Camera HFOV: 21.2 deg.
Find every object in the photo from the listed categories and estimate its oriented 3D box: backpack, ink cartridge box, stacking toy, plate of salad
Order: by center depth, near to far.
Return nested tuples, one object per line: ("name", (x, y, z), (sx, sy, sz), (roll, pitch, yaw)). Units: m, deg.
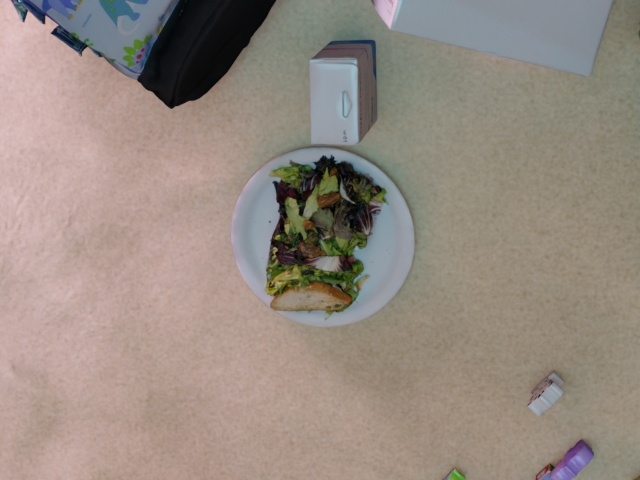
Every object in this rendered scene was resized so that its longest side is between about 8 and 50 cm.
("backpack", (-0.214, -0.334, 1.682), (0.355, 0.273, 0.290), (44, 115, 9))
("ink cartridge box", (0.024, -0.151, 1.736), (0.052, 0.122, 0.088), (1, 105, 9))
("plate of salad", (0.000, 0.000, 1.822), (0.200, 0.048, 0.200), (3, 106, 10))
("stacking toy", (0.243, 0.269, 1.852), (0.167, 0.052, 0.221), (42, 109, -3))

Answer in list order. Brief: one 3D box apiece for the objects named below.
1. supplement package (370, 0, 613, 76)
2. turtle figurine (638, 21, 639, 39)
("supplement package", (0.176, -0.319, 1.602), (0.199, 0.198, 0.262), (12, 108, -11))
("turtle figurine", (0.413, -0.166, 1.573), (0.198, 0.266, 0.274), (16, 73, -28))
